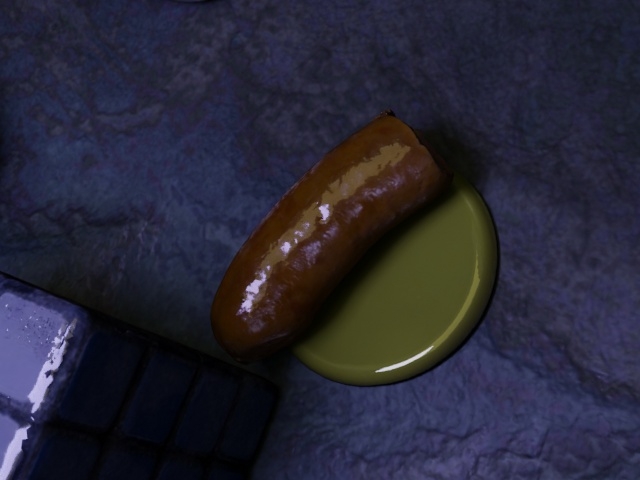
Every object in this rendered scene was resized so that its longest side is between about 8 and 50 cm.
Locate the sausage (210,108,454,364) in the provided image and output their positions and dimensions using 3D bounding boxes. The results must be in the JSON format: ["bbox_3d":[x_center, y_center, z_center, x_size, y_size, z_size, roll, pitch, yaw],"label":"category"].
[{"bbox_3d":[-0.001,-0.001,0.976,0.270,0.109,0.109,-48,60,3],"label":"sausage"}]

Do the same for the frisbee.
[{"bbox_3d":[0.052,0.023,1.010,0.236,0.017,0.235,-8,69,23],"label":"frisbee"}]

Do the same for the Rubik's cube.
[{"bbox_3d":[-0.296,0.199,0.926,0.344,0.344,0.337,17,80,30],"label":"Rubik's cube"}]
